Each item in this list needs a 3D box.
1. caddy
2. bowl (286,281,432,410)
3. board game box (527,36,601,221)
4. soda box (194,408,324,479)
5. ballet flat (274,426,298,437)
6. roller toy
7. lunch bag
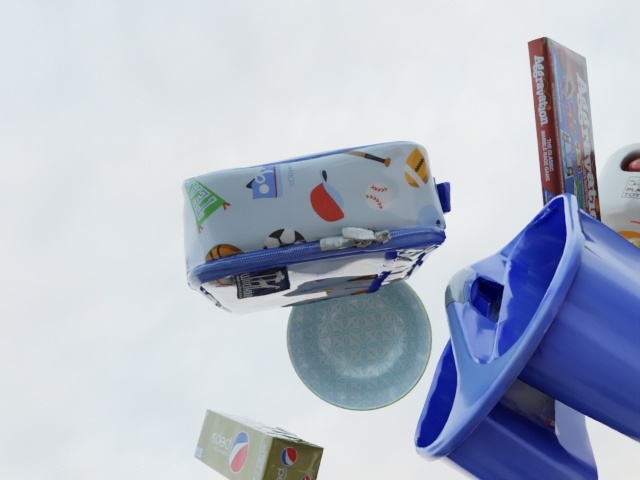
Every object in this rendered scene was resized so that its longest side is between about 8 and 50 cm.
[{"bbox_3d":[0.197,0.089,0.603,0.179,0.341,0.241,33,-65,7],"label":"caddy"},{"bbox_3d":[0.084,0.197,1.323,0.289,0.290,0.156,-31,-10,3],"label":"bowl"},{"bbox_3d":[0.310,-0.099,0.797,0.027,0.282,0.145,-6,-1,39],"label":"board game box"},{"bbox_3d":[-0.070,0.225,0.675,0.061,0.181,0.058,21,-104,-27],"label":"soda box"},{"bbox_3d":[-0.091,0.456,1.247,0.068,0.072,0.213,17,-63,0],"label":"ballet flat"},{"bbox_3d":[0.495,-0.040,0.945,0.146,0.209,0.191,-60,-3,-16],"label":"roller toy"},{"bbox_3d":[0.000,0.000,0.632,0.243,0.115,0.303,-8,-10,-2],"label":"lunch bag"}]
